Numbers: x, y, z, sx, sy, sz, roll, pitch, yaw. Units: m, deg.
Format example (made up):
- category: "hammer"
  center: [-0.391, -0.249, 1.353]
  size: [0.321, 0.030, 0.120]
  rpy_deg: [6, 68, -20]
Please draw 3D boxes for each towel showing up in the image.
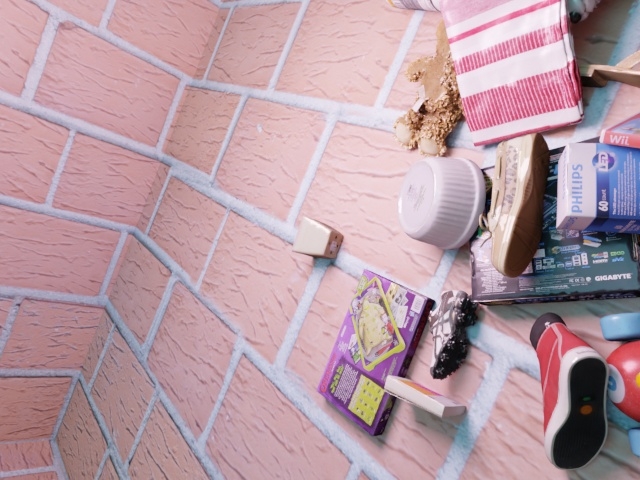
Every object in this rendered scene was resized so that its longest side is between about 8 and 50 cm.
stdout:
- category: "towel"
  center: [0.390, -0.377, 0.917]
  size: [0.237, 0.037, 0.329]
  rpy_deg: [-6, 107, 44]

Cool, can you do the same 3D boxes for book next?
- category: "book"
  center: [0.223, 0.333, 0.950]
  size: [0.144, 0.096, 0.035]
  rpy_deg: [13, 85, 46]

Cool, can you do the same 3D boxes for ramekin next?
- category: "ramekin"
  center: [0.256, -0.087, 0.983]
  size: [0.207, 0.108, 0.207]
  rpy_deg: [-172, 90, -73]

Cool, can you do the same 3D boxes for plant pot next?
- category: "plant pot"
  center: [0.000, 0.000, 1.270]
  size: [0.096, 0.109, 0.109]
  rpy_deg: [17, 89, 33]

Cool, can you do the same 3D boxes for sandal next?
- category: "sandal"
  center: [0.585, -0.327, 0.817]
  size: [0.240, 0.088, 0.079]
  rpy_deg: [31, 105, 50]

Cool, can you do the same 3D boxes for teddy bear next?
- category: "teddy bear"
  center: [0.306, -0.369, 1.102]
  size: [0.245, 0.113, 0.338]
  rpy_deg: [18, 97, 51]

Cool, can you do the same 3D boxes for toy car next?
- category: "toy car"
  center: [0.501, 0.197, 0.625]
  size: [0.210, 0.237, 0.219]
  rpy_deg: [-19, 64, 39]

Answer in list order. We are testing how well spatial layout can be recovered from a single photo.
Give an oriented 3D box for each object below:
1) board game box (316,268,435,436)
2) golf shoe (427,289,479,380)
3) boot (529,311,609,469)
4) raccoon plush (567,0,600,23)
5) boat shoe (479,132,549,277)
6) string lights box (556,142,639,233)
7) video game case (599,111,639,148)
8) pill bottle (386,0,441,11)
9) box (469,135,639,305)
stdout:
- category: "board game box"
  center: [0.129, 0.267, 1.098]
  size: [0.208, 0.056, 0.347]
  rpy_deg: [24, 94, 41]
- category: "golf shoe"
  center: [0.274, 0.203, 0.969]
  size: [0.094, 0.077, 0.198]
  rpy_deg: [18, 86, 60]
- category: "boot"
  center: [0.427, 0.263, 0.797]
  size: [0.176, 0.088, 0.245]
  rpy_deg: [-83, -9, -72]
- category: "raccoon plush"
  center: [0.567, -0.627, 0.916]
  size: [0.299, 0.216, 0.447]
  rpy_deg: [-18, 38, 53]
- category: "boat shoe"
  center: [0.365, -0.066, 0.846]
  size: [0.089, 0.104, 0.285]
  rpy_deg: [1, 66, 49]
- category: "string lights box"
  center: [0.534, -0.082, 0.717]
  size: [0.259, 0.077, 0.134]
  rpy_deg: [5, 76, 18]
- category: "video game case"
  center: [0.617, -0.158, 0.668]
  size: [0.285, 0.204, 0.025]
  rpy_deg: [25, 130, 45]
- category: "pill bottle"
  center: [0.299, -0.684, 1.152]
  size: [0.278, 0.162, 0.162]
  rpy_deg: [36, 102, 44]
- category: "box"
  center: [0.441, -0.028, 0.871]
  size: [0.295, 0.073, 0.294]
  rpy_deg: [-13, 67, 40]
